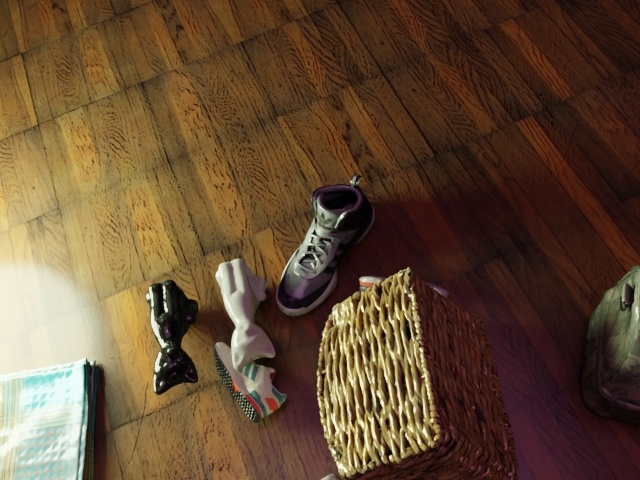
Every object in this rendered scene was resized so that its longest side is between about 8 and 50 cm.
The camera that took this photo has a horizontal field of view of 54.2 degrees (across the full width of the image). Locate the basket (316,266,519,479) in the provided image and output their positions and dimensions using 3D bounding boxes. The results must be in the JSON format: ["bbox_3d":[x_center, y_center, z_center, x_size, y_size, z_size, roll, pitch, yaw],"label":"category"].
[{"bbox_3d":[0.138,0.237,0.962,0.213,0.223,0.299,-33,42,29],"label":"basket"}]

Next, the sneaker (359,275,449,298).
[{"bbox_3d":[0.145,0.100,1.100,0.158,0.061,0.065,6,91,12],"label":"sneaker"}]

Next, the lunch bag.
[{"bbox_3d":[0.557,0.155,0.885,0.305,0.256,0.212,13,65,14],"label":"lunch bag"}]

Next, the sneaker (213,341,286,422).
[{"bbox_3d":[-0.121,0.231,1.069,0.075,0.057,0.161,-24,55,-29],"label":"sneaker"}]

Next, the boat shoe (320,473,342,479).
[{"bbox_3d":[-0.052,0.463,0.911,0.267,0.096,0.088,-35,58,-19],"label":"boat shoe"}]

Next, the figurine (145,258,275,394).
[{"bbox_3d":[-0.186,0.148,1.059,0.215,0.092,0.209,-17,42,-1],"label":"figurine"}]

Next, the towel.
[{"bbox_3d":[-0.567,0.362,1.067,0.370,0.040,0.271,-11,61,3],"label":"towel"}]

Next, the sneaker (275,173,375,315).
[{"bbox_3d":[0.000,0.000,1.107,0.101,0.153,0.268,29,70,21],"label":"sneaker"}]
